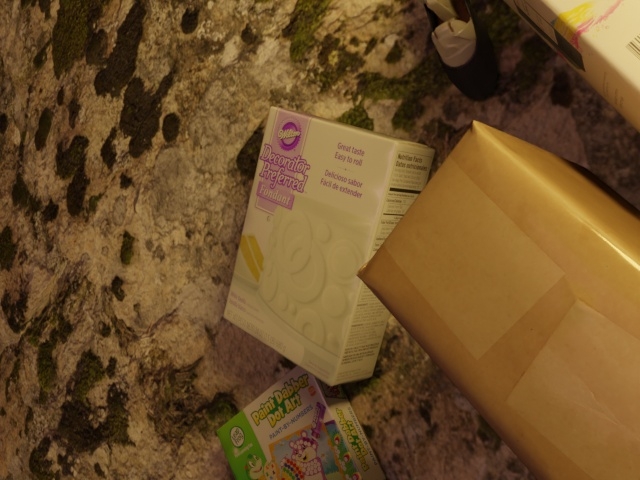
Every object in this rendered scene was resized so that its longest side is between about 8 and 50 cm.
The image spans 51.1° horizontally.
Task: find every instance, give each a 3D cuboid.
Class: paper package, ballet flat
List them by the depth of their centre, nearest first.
[{"bbox_3d":[0.246,0.077,0.572,0.325,0.309,0.168,48,116,31],"label":"paper package"},{"bbox_3d":[0.157,-0.269,0.818,0.074,0.074,0.203,-23,74,39],"label":"ballet flat"}]

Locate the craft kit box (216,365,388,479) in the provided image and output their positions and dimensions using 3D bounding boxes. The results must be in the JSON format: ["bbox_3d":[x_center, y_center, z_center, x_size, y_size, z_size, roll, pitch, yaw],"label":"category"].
[{"bbox_3d":[-0.027,0.337,0.990,0.250,0.061,0.246,-44,59,32],"label":"craft kit box"}]

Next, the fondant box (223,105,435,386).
[{"bbox_3d":[0.000,0.000,0.940,0.238,0.096,0.330,24,104,40],"label":"fondant box"}]

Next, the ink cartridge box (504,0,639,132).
[{"bbox_3d":[0.287,-0.262,0.603,0.207,0.119,0.353,-41,72,14],"label":"ink cartridge box"}]
